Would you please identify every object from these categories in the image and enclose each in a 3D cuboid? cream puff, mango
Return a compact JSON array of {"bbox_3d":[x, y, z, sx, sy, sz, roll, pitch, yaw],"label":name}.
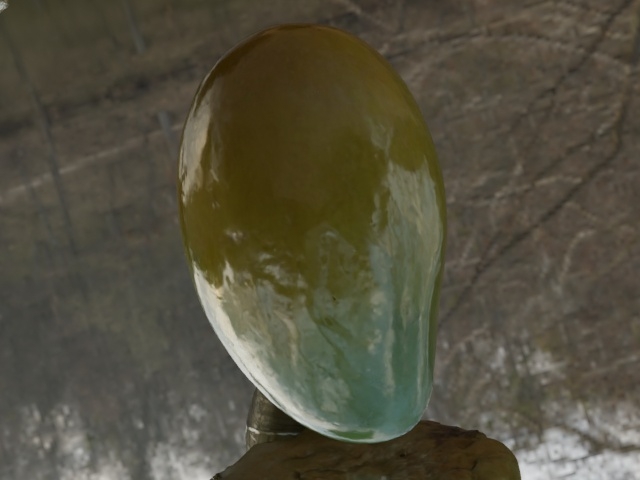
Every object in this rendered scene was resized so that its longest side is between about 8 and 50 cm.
[{"bbox_3d":[0.035,0.308,1.116,0.291,0.257,0.324,-4,-168,11],"label":"cream puff"},{"bbox_3d":[0.000,0.000,0.592,0.130,0.194,0.092,-17,-170,28],"label":"mango"}]

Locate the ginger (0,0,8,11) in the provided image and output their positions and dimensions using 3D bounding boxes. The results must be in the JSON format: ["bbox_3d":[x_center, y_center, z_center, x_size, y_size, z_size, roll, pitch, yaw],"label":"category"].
[{"bbox_3d":[-0.397,-0.266,1.351,0.165,0.096,0.067,21,-174,7],"label":"ginger"}]

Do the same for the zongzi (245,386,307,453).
[{"bbox_3d":[-0.018,0.147,1.362,0.112,0.221,0.242,10,-166,-9],"label":"zongzi"}]
